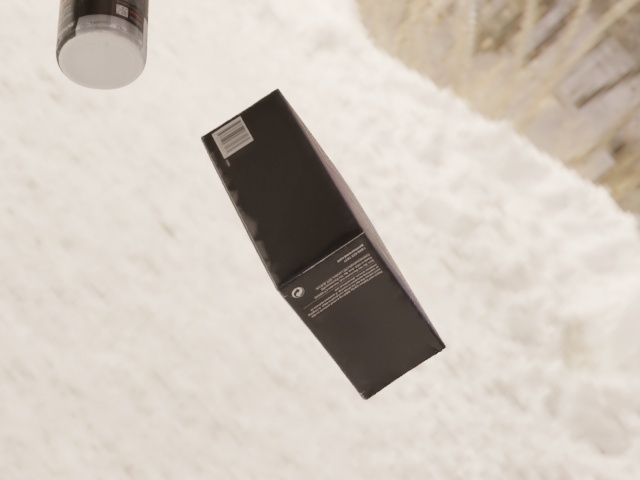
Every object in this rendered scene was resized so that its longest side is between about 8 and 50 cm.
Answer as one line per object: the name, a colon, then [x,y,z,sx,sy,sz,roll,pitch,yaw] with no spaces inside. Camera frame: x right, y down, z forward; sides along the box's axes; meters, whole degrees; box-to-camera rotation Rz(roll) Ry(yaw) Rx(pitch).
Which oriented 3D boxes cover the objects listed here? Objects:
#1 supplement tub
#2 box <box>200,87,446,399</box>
supplement tub: [-0.280,-0.298,2.164,0.117,0.117,0.190,37,38,-40]
box: [0.000,0.000,1.626,0.184,0.103,0.261,57,3,-41]
